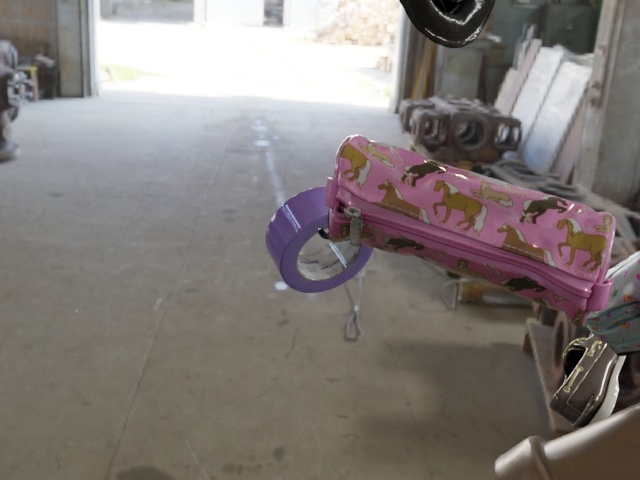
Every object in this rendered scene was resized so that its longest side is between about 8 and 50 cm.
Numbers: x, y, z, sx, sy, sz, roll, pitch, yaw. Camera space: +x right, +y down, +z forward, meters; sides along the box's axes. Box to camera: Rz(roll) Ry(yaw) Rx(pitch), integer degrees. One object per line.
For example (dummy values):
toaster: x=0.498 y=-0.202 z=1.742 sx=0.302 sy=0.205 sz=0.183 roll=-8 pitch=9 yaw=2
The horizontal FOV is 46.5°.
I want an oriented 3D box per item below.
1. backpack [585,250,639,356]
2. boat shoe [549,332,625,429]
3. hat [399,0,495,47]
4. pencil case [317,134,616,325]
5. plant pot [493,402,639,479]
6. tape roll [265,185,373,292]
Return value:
backpack: x=0.467 y=0.086 z=1.068 sx=0.115 sy=0.182 sz=0.152 roll=44 pitch=49 yaw=-4
boat shoe: x=0.516 y=0.241 z=1.429 sx=0.096 sy=0.117 sz=0.324 roll=31 pitch=38 yaw=11
hat: x=0.246 y=-0.577 z=1.600 sx=0.331 sy=0.332 sz=0.134 roll=-9 pitch=11 yaw=-34
pencil case: x=0.194 y=-0.018 z=0.993 sx=0.385 sy=0.167 sz=0.160 roll=18 pitch=-23 yaw=8
plant pot: x=0.348 y=0.272 z=0.772 sx=0.263 sy=0.229 sz=0.263 roll=44 pitch=14 yaw=-13
tape roll: x=0.000 y=0.000 z=1.355 sx=0.188 sy=0.189 sz=0.080 roll=-6 pitch=40 yaw=-27
